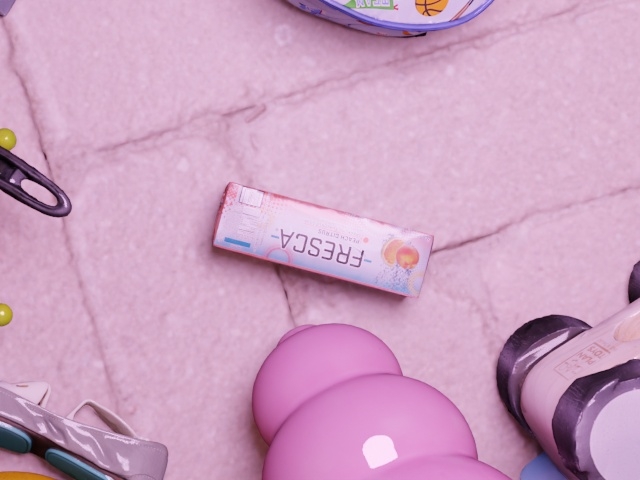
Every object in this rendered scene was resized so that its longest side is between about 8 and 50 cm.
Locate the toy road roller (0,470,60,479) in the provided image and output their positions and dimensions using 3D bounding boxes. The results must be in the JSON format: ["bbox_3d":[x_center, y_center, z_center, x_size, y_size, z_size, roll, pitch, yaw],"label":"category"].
[{"bbox_3d":[-0.172,0.301,1.101,0.330,0.202,0.240,-4,79,-5],"label":"toy road roller"}]

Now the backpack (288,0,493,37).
[{"bbox_3d":[0.067,-0.300,1.126,0.277,0.213,0.263,14,99,-8],"label":"backpack"}]

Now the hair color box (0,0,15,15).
[{"bbox_3d":[-0.253,-0.397,1.132,0.185,0.113,0.374,30,88,-4],"label":"hair color box"}]

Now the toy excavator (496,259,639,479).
[{"bbox_3d":[0.300,0.276,1.153,0.433,0.222,0.445,-31,101,-4],"label":"toy excavator"}]

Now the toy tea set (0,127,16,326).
[{"bbox_3d":[-0.409,-0.006,1.110,0.336,0.124,0.200,-8,91,-6],"label":"toy tea set"}]

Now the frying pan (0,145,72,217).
[{"bbox_3d":[-0.367,-0.103,1.087,0.197,0.053,0.326,-35,81,-3],"label":"frying pan"}]

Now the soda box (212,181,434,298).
[{"bbox_3d":[0.000,0.000,1.181,0.183,0.063,0.058,15,89,-5],"label":"soda box"}]

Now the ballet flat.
[{"bbox_3d":[-0.229,0.157,1.166,0.213,0.072,0.068,26,60,-6],"label":"ballet flat"}]

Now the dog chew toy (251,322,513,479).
[{"bbox_3d":[0.047,0.203,1.092,0.207,0.206,0.331,-27,54,-5],"label":"dog chew toy"}]
